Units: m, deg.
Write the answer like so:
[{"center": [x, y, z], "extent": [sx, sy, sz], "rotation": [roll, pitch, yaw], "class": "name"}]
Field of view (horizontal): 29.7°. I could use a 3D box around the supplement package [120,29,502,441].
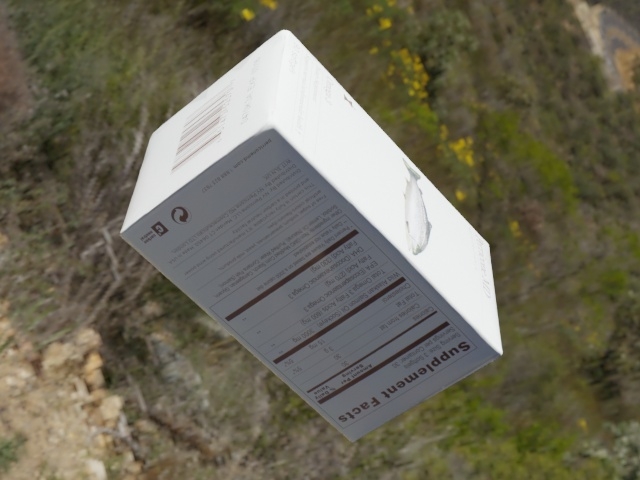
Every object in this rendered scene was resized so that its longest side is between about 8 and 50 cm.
[{"center": [0.000, 0.000, 0.640], "extent": [0.179, 0.105, 0.105], "rotation": [44, 25, -25], "class": "supplement package"}]
